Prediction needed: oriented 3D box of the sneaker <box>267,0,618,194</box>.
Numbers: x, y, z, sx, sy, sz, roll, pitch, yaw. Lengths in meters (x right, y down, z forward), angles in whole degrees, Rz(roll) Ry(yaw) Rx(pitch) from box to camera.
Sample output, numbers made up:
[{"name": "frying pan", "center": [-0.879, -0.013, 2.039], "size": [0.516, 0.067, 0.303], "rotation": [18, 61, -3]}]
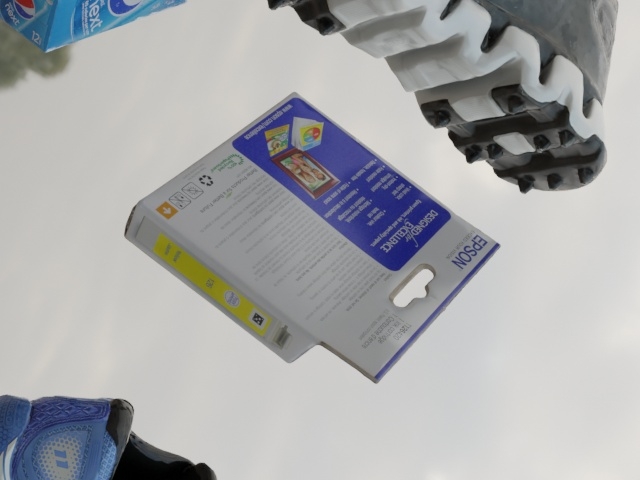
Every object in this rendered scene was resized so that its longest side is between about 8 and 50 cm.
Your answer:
[{"name": "sneaker", "center": [0.037, -0.119, 0.493], "size": [0.078, 0.234, 0.106], "rotation": [-6, -124, 48]}]

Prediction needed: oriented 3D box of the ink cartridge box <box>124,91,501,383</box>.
[{"name": "ink cartridge box", "center": [0.000, 0.000, 1.441], "size": [0.303, 0.307, 0.072], "rotation": [-41, 167, -47]}]

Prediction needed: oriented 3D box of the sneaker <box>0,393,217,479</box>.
[{"name": "sneaker", "center": [-0.134, 0.235, 0.944], "size": [0.147, 0.330, 0.129], "rotation": [-10, -140, 9]}]

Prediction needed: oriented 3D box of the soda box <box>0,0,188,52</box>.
[{"name": "soda box", "center": [-0.209, -0.252, 1.285], "size": [0.210, 0.071, 0.067], "rotation": [-33, 154, -48]}]
